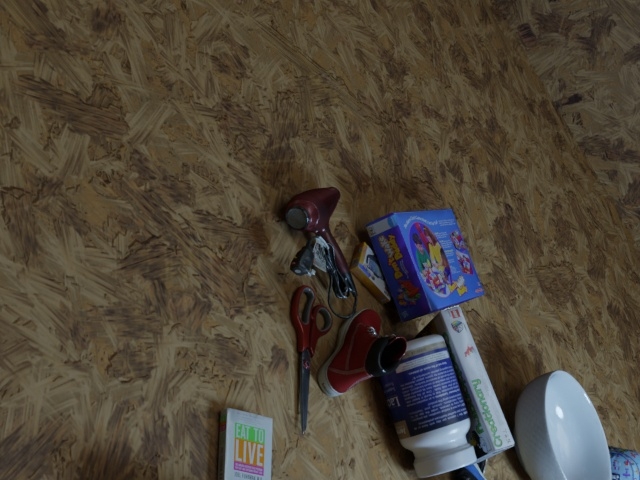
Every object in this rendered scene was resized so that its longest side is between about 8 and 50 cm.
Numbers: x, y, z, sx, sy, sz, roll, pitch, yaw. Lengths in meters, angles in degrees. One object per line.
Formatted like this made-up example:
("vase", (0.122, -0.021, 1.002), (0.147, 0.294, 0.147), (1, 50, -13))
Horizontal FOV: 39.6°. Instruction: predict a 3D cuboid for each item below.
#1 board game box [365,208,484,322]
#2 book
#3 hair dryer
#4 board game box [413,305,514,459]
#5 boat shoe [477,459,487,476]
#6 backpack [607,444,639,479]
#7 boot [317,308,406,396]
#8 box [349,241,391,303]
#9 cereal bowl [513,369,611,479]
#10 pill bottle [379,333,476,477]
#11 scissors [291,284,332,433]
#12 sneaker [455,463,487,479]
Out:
("board game box", (0.253, 0.049, 2.081), (0.347, 0.078, 0.233), (-6, 73, -60))
("book", (-0.125, 0.354, 1.449), (0.096, 0.035, 0.144), (25, 52, -39))
("hair dryer", (0.000, 0.000, 1.821), (0.223, 0.080, 0.293), (49, 37, -45))
("board game box", (0.298, 0.312, 1.883), (0.053, 0.193, 0.305), (-13, 70, -18))
("boat shoe", (0.355, 0.472, 2.010), (0.043, 0.049, 0.137), (10, 52, 0))
("backpack", (0.758, 0.616, 2.319), (0.117, 0.173, 0.158), (12, 80, -47))
("boot", (0.112, 0.197, 1.737), (0.088, 0.176, 0.244), (53, 34, -14))
("box", (0.121, 0.077, 1.958), (0.136, 0.028, 0.081), (45, 38, -24))
("cereal bowl", (0.581, 0.502, 2.206), (0.339, 0.141, 0.338), (31, 47, -39))
("pill bottle", (0.217, 0.336, 1.809), (0.153, 0.153, 0.264), (0, 69, -54))
("scissors", (-0.035, 0.213, 1.671), (0.109, 0.021, 0.297), (47, 39, -28))
("sneaker", (0.346, 0.550, 1.929), (0.152, 0.058, 0.084), (53, 29, -9))
